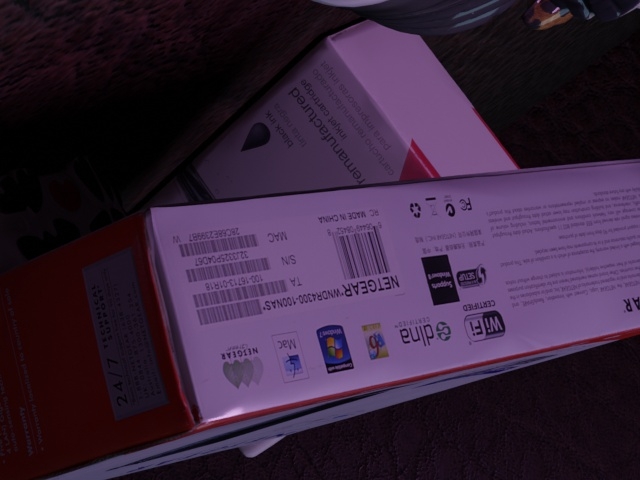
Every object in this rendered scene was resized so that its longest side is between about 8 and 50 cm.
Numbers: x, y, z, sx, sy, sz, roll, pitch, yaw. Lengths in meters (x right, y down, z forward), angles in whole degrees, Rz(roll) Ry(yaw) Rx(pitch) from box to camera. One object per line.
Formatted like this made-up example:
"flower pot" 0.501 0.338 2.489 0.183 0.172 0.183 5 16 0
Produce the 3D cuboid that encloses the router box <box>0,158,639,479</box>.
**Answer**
"router box" -0.041 0.052 0.825 0.335 0.082 0.301 -8 170 -46

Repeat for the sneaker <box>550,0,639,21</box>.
"sneaker" 0.216 -0.237 1.012 0.275 0.107 0.110 -34 -161 49

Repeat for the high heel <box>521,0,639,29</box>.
"high heel" 0.296 -0.187 1.442 0.261 0.186 0.093 -35 176 -28

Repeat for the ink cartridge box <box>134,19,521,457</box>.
"ink cartridge box" 0.000 0.000 1.095 0.237 0.172 0.100 -39 175 34

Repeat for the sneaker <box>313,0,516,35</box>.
"sneaker" 0.107 -0.171 0.619 0.295 0.105 0.147 -31 178 2

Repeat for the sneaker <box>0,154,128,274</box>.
"sneaker" -0.137 0.000 0.826 0.071 0.068 0.170 -23 171 17
